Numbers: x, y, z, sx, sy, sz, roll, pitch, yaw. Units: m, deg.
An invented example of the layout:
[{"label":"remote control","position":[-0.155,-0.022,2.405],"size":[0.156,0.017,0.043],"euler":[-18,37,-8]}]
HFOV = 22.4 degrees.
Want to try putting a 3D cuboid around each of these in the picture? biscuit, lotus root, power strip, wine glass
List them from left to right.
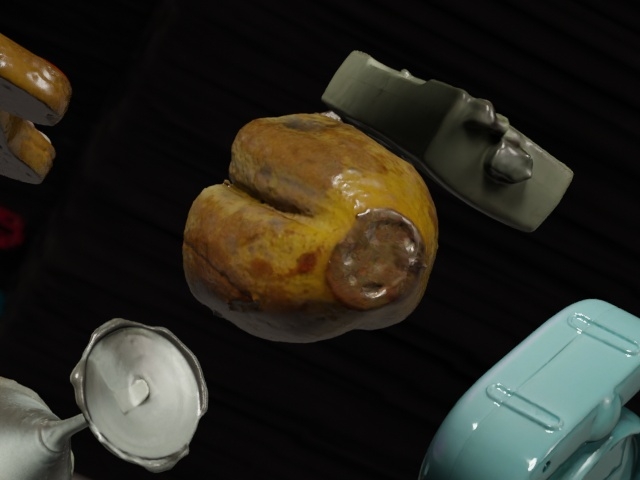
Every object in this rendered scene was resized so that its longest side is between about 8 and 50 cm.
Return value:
[{"label":"biscuit","position":[-0.335,-0.175,1.382],"size":[0.432,0.283,0.064],"euler":[106,-172,-71]},{"label":"wine glass","position":[-0.204,0.152,1.298],"size":[0.232,0.156,0.156],"euler":[-28,35,45]},{"label":"lotus root","position":[0.000,-0.001,1.339],"size":[0.180,0.199,0.188],"euler":[-151,57,-66]},{"label":"power strip","position":[0.061,-0.067,0.945],"size":[0.048,0.080,0.286],"euler":[-54,19,3]}]

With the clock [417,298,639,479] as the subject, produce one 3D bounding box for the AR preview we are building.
[{"label":"clock","position":[0.161,0.193,1.181],"size":[0.223,0.094,0.274],"euler":[-35,-40,-38]}]
